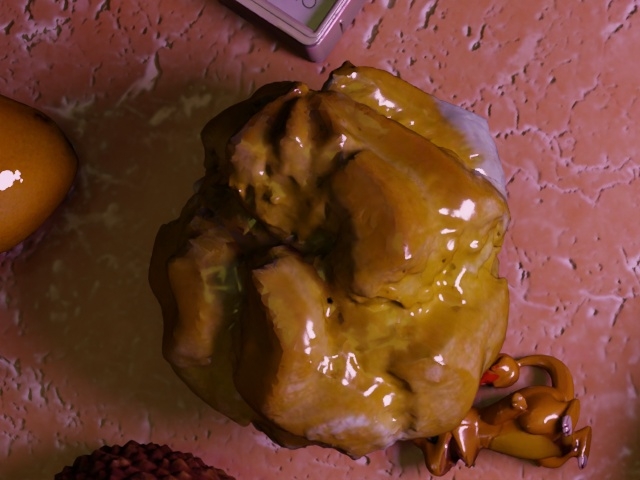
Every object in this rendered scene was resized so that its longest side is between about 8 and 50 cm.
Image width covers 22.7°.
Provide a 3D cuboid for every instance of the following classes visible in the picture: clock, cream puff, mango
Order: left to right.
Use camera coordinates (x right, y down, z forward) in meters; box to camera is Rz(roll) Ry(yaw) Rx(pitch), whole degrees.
[{"bbox_3d":[-0.410,-0.083,1.623,0.317,0.173,0.211,13,78,-4],"label":"mango"},{"bbox_3d":[-0.007,-0.302,1.656,0.147,0.071,0.192,35,86,9],"label":"clock"},{"bbox_3d":[0.000,0.000,1.476,0.378,0.275,0.378,-13,52,17],"label":"cream puff"}]

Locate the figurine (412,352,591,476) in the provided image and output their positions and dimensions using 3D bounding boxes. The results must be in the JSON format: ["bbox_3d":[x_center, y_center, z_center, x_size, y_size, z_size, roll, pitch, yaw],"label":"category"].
[{"bbox_3d":[0.173,0.167,1.571,0.176,0.121,0.122,-10,53,14],"label":"figurine"}]

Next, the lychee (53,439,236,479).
[{"bbox_3d":[-0.157,0.309,1.511,0.271,0.236,0.236,39,87,31],"label":"lychee"}]
